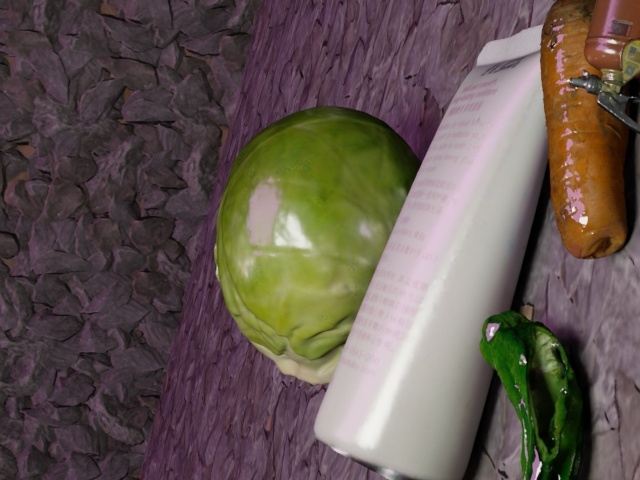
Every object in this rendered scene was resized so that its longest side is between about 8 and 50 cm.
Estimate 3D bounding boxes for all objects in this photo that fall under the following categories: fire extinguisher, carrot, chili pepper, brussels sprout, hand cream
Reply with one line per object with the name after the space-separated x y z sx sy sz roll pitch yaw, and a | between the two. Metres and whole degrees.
0.199 -0.154 0.819 0.050 0.062 0.177 15 -91 -78 | fire extinguisher
0.172 -0.074 0.862 0.060 0.060 0.186 132 143 -65 | carrot
0.139 0.121 0.841 0.073 0.050 0.182 130 148 -49 | chili pepper
0.000 0.000 1.209 0.244 0.244 0.244 -168 90 -77 | brussels sprout
0.102 0.010 1.006 0.185 0.118 0.358 -172 102 -79 | hand cream
